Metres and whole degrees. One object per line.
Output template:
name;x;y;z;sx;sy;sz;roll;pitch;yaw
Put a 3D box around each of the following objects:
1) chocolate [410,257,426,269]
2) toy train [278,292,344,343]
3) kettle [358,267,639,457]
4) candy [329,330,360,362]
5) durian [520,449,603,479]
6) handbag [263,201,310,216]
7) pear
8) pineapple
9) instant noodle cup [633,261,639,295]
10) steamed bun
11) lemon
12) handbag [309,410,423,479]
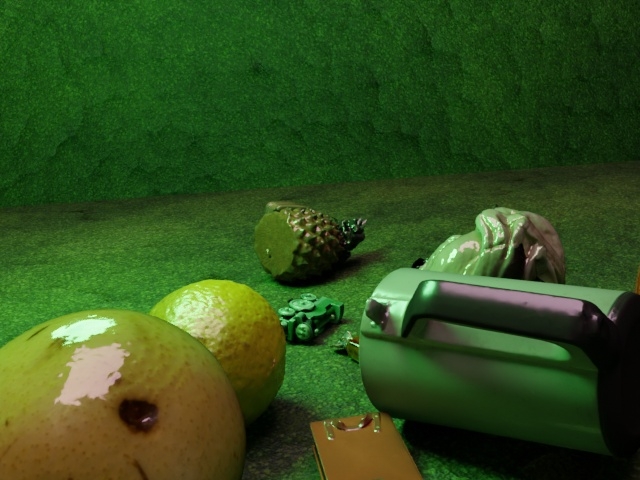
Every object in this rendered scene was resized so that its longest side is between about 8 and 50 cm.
chocolate;0.390;0.104;1.614;0.344;0.126;0.148;0;-24;-14
toy train;-0.027;0.175;1.504;0.105;0.071;0.178;15;20;23
kettle;0.249;0.147;0.964;0.377;0.249;0.361;2;-29;41
candy;0.088;0.221;1.337;0.053;0.046;0.182;-18;22;-37
durian;0.347;0.322;0.937;0.131;0.052;0.066;-4;-24;-11
handbag;-0.099;-0.021;2.016;0.151;0.193;0.072;-7;15;-34
pear;-0.259;0.253;0.764;0.349;0.348;0.348;-4;15;1
pineapple;0.000;0.002;1.926;0.358;0.222;0.223;-6;13;-43
instant noodle cup;0.777;0.084;1.435;0.214;0.174;0.213;-3;15;1
steamed bun;0.385;0.079;1.429;0.320;0.275;0.206;-38;28;6
lemon;-0.186;0.199;1.107;0.254;0.253;0.310;1;32;18
handbag;0.061;0.318;0.955;0.127;0.062;0.190;-6;18;-8
